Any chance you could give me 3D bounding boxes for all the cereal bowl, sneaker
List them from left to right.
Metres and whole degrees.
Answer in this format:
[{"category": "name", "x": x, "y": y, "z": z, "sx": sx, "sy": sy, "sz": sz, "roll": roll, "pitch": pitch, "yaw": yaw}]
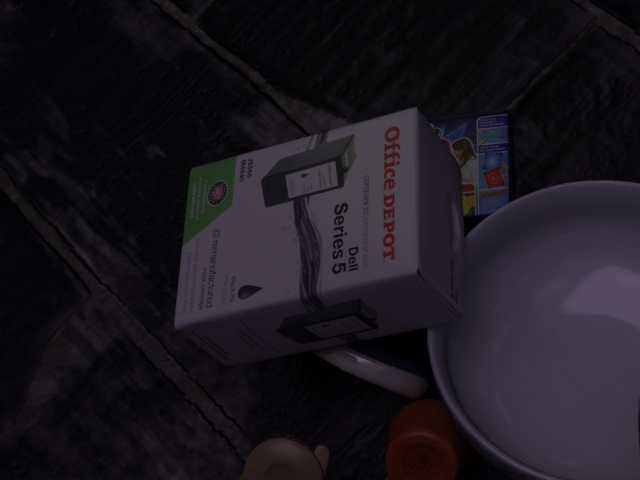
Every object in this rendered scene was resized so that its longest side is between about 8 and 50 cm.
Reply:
[{"category": "sneaker", "x": 0.008, "y": 0.039, "z": 1.336, "sx": 0.350, "sy": 0.131, "sz": 0.148, "roll": 36, "pitch": 91, "yaw": 30}, {"category": "cereal bowl", "x": 0.282, "y": 0.114, "z": 1.190, "sx": 0.339, "sy": 0.141, "sz": 0.339, "roll": -6, "pitch": 59, "yaw": 10}]

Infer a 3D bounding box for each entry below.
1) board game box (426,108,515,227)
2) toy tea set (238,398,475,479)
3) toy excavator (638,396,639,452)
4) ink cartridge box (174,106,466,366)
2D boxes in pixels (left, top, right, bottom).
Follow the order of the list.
[{"category": "board game box", "x": 0.128, "y": -0.078, "z": 1.404, "sx": 0.201, "sy": 0.035, "sz": 0.136, "roll": -5, "pitch": 67, "yaw": 18}, {"category": "toy tea set", "x": 0.031, "y": 0.280, "z": 1.265, "sx": 0.336, "sy": 0.124, "sz": 0.200, "roll": -7, "pitch": 95, "yaw": 14}, {"category": "toy excavator", "x": 0.478, "y": 0.036, "z": 1.022, "sx": 0.445, "sy": 0.222, "sz": 0.433, "roll": -8, "pitch": 41, "yaw": 10}, {"category": "ink cartridge box", "x": 0.000, "y": 0.000, "z": 1.211, "sx": 0.273, "sy": 0.115, "sz": 0.198, "roll": -14, "pitch": 55, "yaw": 24}]
